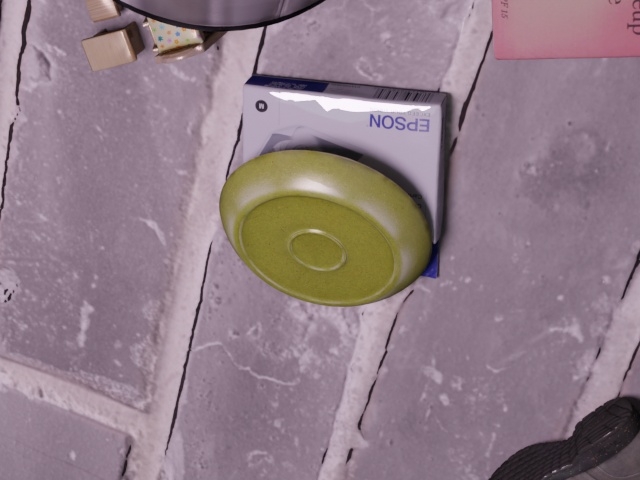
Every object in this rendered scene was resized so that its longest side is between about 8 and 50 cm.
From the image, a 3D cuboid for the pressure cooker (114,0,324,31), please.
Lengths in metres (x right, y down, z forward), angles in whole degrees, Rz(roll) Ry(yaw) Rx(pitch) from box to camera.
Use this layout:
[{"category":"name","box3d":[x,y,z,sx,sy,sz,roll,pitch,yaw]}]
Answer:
[{"category":"pressure cooker","box3d":[-0.091,-0.370,1.109,0.369,0.420,0.376,36,82,-1]}]

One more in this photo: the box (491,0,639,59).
[{"category":"box","box3d":[0.279,-0.255,1.215,0.232,0.127,0.149,1,115,17]}]

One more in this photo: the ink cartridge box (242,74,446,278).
[{"category":"ink cartridge box","box3d":[0.024,-0.061,1.438,0.223,0.045,0.224,7,118,14]}]

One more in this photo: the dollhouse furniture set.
[{"category":"dollhouse furniture set","box3d":[-0.207,-0.275,1.372,0.160,0.101,0.182,-11,112,22]}]

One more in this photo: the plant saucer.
[{"category":"plant saucer","box3d":[0.000,0.000,1.431,0.240,0.037,0.241,11,141,9]}]

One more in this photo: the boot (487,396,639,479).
[{"category":"boot","box3d":[0.312,0.297,1.510,0.246,0.083,0.161,-37,106,30]}]
